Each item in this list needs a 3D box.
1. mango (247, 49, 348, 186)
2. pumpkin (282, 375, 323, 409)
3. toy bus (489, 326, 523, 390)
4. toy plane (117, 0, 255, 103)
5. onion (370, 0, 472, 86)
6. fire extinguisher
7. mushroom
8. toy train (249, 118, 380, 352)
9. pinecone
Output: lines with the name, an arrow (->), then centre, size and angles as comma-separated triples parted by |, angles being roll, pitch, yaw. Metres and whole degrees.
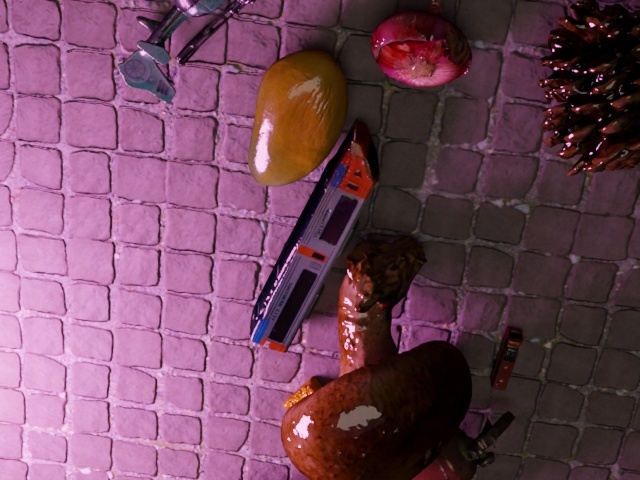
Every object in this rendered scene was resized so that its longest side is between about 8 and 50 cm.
mango -> -0.033, -0.179, 1.711 | 0.137, 0.091, 0.237 | 14, 125, 4
pumpkin -> -0.014, 0.291, 1.986 | 0.074, 0.054, 0.083 | -40, 87, 20
toy bus -> 0.314, 0.201, 1.909 | 0.031, 0.043, 0.110 | 12, 119, -1
toy plane -> -0.170, -0.364, 1.620 | 0.155, 0.106, 0.382 | 34, 112, -26
onion -> 0.151, -0.302, 1.626 | 0.150, 0.140, 0.150 | 10, 163, 3
fire extinguisher -> 0.188, 0.385, 1.983 | 0.337, 0.147, 0.106 | -28, 100, 28
mushroom -> 0.065, 0.229, 1.808 | 0.356, 0.331, 0.334 | 51, 130, -5
toy train -> 0.000, 0.000, 1.805 | 0.089, 0.086, 0.409 | 24, 118, -9
pinecone -> 0.425, -0.213, 1.572 | 0.243, 0.243, 0.257 | 4, 99, 3
